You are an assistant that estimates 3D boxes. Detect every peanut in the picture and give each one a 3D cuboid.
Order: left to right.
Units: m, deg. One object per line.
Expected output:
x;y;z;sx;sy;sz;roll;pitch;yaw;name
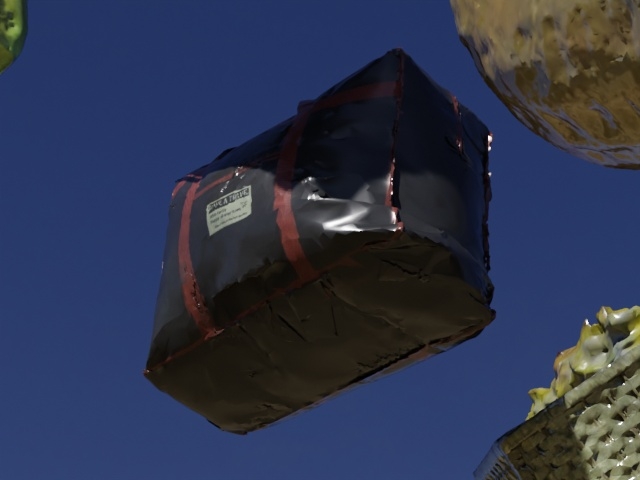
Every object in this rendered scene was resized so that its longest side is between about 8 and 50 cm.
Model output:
0.117;-0.078;0.447;0.110;0.120;0.236;-1;6;-26;peanut

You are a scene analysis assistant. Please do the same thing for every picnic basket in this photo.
0.209;0.180;0.959;0.134;0.196;0.154;-30;-16;-14;picnic basket

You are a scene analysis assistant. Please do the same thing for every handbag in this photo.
0.000;0.000;0.933;0.215;0.169;0.155;-28;-53;30;handbag

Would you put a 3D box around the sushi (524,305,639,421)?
0.325;0.252;1.370;0.240;0.351;0.396;12;-30;-10;sushi

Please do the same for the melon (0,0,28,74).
-0.256;-0.207;0.999;0.064;0.118;0.209;-16;-57;25;melon
